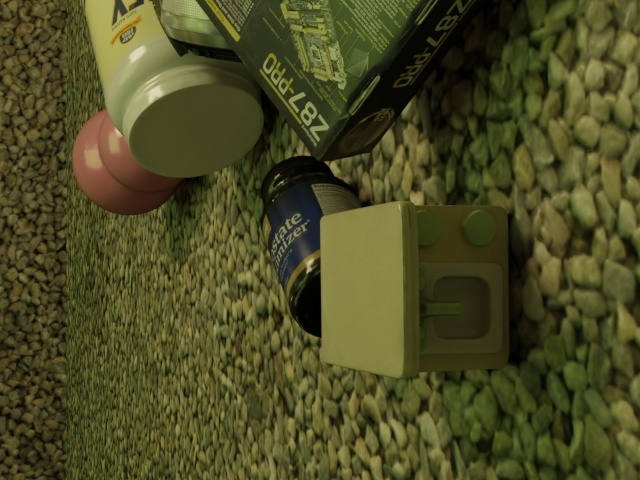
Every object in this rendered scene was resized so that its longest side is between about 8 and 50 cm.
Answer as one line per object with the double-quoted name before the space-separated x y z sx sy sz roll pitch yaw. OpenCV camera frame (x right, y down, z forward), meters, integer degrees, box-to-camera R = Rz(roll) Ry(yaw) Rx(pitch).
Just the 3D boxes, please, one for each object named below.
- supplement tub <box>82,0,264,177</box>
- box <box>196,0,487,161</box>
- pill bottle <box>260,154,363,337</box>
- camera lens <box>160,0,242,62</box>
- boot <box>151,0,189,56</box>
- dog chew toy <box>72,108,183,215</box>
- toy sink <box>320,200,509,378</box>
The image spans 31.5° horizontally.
"supplement tub" -0.219 -0.280 1.702 0.235 0.236 0.324 115 144 -47
"box" -0.009 -0.324 1.101 0.395 0.097 0.318 53 129 19
"pill bottle" 0.000 0.000 1.308 0.219 0.123 0.122 -114 32 -49
"camera lens" -0.076 -0.358 1.368 0.219 0.219 0.274 -139 52 -62
"boot" -0.127 -0.356 1.537 0.076 0.209 0.189 65 -174 -56
"dog chew toy" -0.314 -0.167 2.019 0.332 0.207 0.206 -26 66 58
"toy sink" 0.095 0.044 1.061 0.234 0.131 0.152 169 100 -73
